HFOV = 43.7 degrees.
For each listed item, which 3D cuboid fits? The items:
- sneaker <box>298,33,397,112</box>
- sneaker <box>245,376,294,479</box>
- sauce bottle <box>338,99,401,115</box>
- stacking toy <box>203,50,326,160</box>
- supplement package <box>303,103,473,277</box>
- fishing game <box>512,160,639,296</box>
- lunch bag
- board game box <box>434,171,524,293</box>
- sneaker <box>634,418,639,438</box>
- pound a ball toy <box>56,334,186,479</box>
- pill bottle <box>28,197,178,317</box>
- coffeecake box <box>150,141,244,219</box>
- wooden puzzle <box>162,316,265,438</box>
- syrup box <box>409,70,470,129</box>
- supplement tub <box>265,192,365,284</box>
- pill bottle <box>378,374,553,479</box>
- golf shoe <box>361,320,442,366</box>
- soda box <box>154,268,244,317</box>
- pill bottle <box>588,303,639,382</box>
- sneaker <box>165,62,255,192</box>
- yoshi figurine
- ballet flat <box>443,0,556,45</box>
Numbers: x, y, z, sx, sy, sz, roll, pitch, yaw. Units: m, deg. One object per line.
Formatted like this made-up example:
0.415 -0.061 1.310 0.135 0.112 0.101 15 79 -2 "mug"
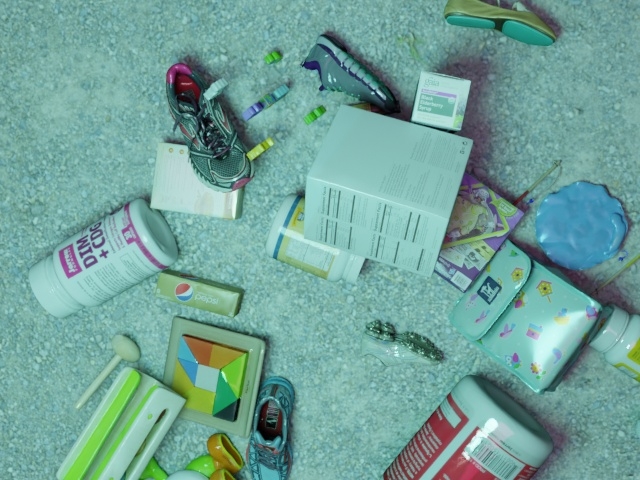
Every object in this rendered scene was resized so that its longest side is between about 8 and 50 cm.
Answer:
0.058 -0.323 1.651 0.223 0.083 0.098 46 110 14 "sneaker"
-0.118 0.434 1.723 0.104 0.125 0.261 2 96 5 "sneaker"
0.103 -0.269 1.668 0.128 0.042 0.042 -9 95 3 "sauce bottle"
-0.112 -0.280 1.634 0.221 0.052 0.167 -39 93 -37 "stacking toy"
0.125 -0.094 1.515 0.263 0.198 0.199 17 56 9 "supplement package"
0.536 -0.032 1.651 0.189 0.041 0.264 -45 85 1 "fishing game"
0.414 0.147 1.619 0.262 0.160 0.223 39 103 27 "lunch bag"
0.219 -0.074 1.659 0.347 0.056 0.208 36 103 7 "board game box"
0.829 0.337 1.615 0.366 0.137 0.210 6 96 0 "sneaker"
-0.424 0.389 1.705 0.208 0.136 0.319 21 74 38 "pound a ball toy"
-0.462 0.043 1.698 0.283 0.160 0.160 -29 93 8 "pill bottle"
-0.257 -0.127 1.705 0.186 0.068 0.142 9 95 5 "coffeecake box"
-0.243 0.297 1.731 0.239 0.044 0.220 13 98 21 "wooden puzzle"
0.228 -0.264 1.556 0.093 0.237 0.096 11 97 4 "syrup box"
0.000 0.000 1.655 0.200 0.144 0.144 22 98 3 "supplement tub"
0.265 0.496 1.639 0.229 0.229 0.407 38 99 1 "pill bottle"
0.171 0.239 1.714 0.176 0.069 0.086 22 118 6 "golf shoe"
-0.262 0.115 1.735 0.181 0.061 0.058 14 97 4 "soda box"
0.657 0.225 1.625 0.209 0.119 0.119 32 98 1 "pill bottle"
-0.238 -0.225 1.619 0.121 0.112 0.299 -31 71 -10 "sneaker"
-0.358 0.553 1.740 0.362 0.203 0.203 -29 77 10 "yoshi figurine"
0.367 -0.455 1.605 0.232 0.080 0.073 15 82 3 "ballet flat"
